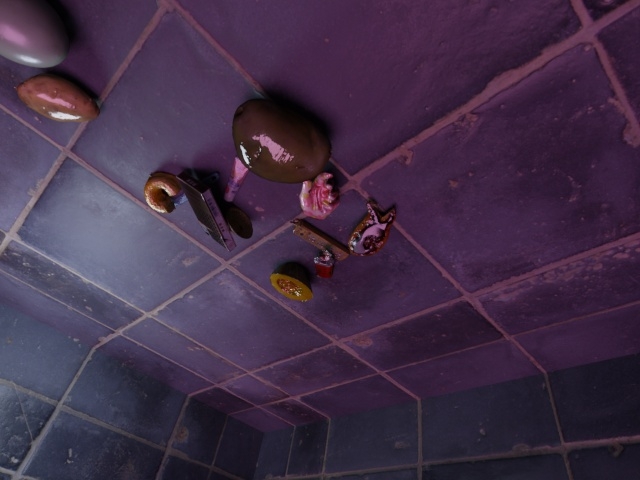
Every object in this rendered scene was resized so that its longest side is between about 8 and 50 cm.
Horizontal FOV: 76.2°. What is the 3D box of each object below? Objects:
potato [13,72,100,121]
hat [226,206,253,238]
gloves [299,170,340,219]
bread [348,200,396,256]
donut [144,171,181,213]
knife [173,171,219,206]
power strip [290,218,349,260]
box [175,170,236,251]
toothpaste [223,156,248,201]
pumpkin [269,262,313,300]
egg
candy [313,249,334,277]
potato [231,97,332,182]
[{"bbox_3d":[-0.872,-0.477,1.361,0.234,0.128,0.161,5,152,1],"label":"potato"},{"bbox_3d":[-0.346,-0.057,1.649,0.067,0.146,0.146,-30,123,25],"label":"hat"},{"bbox_3d":[0.007,-0.173,1.481,0.145,0.126,0.241,39,138,7],"label":"gloves"},{"bbox_3d":[0.201,-0.040,1.603,0.139,0.095,0.269,17,122,-8],"label":"bread"},{"bbox_3d":[-0.637,-0.190,1.631,0.146,0.078,0.181,29,130,-14],"label":"donut"},{"bbox_3d":[-0.503,-0.199,1.638,0.313,0.019,0.044,-22,128,33],"label":"knife"},{"bbox_3d":[0.000,0.000,1.711,0.305,0.044,0.064,32,134,-19],"label":"power strip"},{"bbox_3d":[-0.447,-0.108,1.615,0.180,0.047,0.325,31,150,32],"label":"box"},{"bbox_3d":[-0.321,-0.229,1.551,0.067,0.043,0.194,26,129,-10],"label":"toothpaste"},{"bbox_3d":[-0.126,0.182,1.893,0.217,0.110,0.217,13,148,8],"label":"pumpkin"},{"bbox_3d":[-0.859,-0.615,1.150,0.282,0.203,0.203,35,132,-16],"label":"egg"},{"bbox_3d":[0.017,0.110,1.782,0.086,0.059,0.292,16,154,8],"label":"candy"},{"bbox_3d":[-0.132,-0.303,1.300,0.326,0.221,0.243,27,132,-21],"label":"potato"}]
